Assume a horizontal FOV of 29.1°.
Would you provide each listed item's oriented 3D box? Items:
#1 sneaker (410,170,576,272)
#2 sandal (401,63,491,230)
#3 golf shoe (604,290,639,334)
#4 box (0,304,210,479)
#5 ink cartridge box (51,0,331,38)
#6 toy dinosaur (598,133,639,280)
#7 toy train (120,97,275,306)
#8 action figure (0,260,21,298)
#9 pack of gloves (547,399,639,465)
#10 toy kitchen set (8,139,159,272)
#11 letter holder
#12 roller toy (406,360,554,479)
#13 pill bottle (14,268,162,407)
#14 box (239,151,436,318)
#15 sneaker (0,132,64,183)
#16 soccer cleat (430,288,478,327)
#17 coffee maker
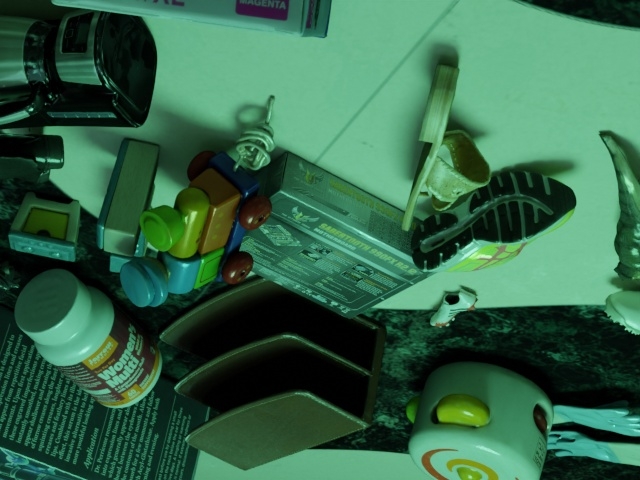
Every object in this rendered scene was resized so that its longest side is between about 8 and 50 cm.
[{"bbox_3d":[0.203,-0.016,1.368,0.094,0.081,0.208,15,154,-42],"label":"sneaker"},{"bbox_3d":[0.137,-0.078,1.258,0.079,0.088,0.240,14,145,5],"label":"sandal"},{"bbox_3d":[0.431,0.075,1.473,0.176,0.069,0.086,10,130,-5],"label":"golf shoe"},{"bbox_3d":[-0.426,0.302,1.942,0.395,0.212,0.293,28,146,-27],"label":"box"},{"bbox_3d":[-0.088,-0.207,1.022,0.185,0.065,0.311,9,-172,3],"label":"ink cartridge box"},{"bbox_3d":[0.367,-0.017,1.324,0.118,0.064,0.268,5,147,21],"label":"toy dinosaur"},{"bbox_3d":[-0.132,-0.039,1.316,0.105,0.143,0.248,40,135,21],"label":"toy train"},{"bbox_3d":[-0.491,0.056,1.630,0.164,0.141,0.276,28,120,-14],"label":"action figure"},{"bbox_3d":[0.402,0.273,1.833,0.232,0.046,0.195,1,149,36],"label":"pack of gloves"},{"bbox_3d":[-0.286,-0.024,1.439,0.166,0.122,0.207,12,149,-4],"label":"toy kitchen set"},{"bbox_3d":[-0.091,0.185,1.710,0.214,0.152,0.302,29,145,-26],"label":"letter holder"},{"bbox_3d":[0.227,0.275,1.743,0.191,0.146,0.209,26,149,-9],"label":"roller toy"},{"bbox_3d":[-0.323,0.137,1.722,0.121,0.121,0.221,-5,147,23],"label":"pill bottle"},{"bbox_3d":[0.000,0.000,1.460,0.231,0.056,0.183,26,145,-25],"label":"box"},{"bbox_3d":[-0.335,-0.092,1.350,0.089,0.051,0.170,-5,178,-25],"label":"sneaker"},{"bbox_3d":[0.166,0.085,1.586,0.035,0.029,0.083,35,139,-22],"label":"soccer cleat"},{"bbox_3d":[-0.255,-0.169,1.218,0.178,0.120,0.171,1,-178,16],"label":"coffee maker"}]
